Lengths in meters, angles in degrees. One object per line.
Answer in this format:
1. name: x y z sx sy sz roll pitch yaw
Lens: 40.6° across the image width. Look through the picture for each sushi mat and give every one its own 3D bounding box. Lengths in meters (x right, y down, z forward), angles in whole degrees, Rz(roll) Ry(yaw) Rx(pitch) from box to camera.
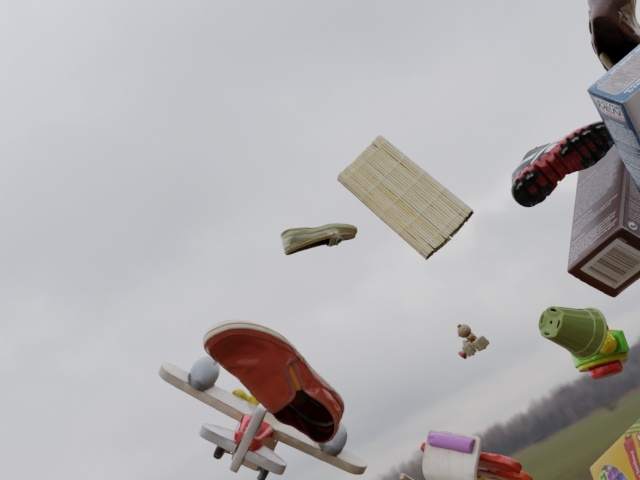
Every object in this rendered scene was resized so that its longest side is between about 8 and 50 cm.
1. sushi mat: 0.189 -0.103 1.976 0.151 0.316 0.019 -46 -29 -1

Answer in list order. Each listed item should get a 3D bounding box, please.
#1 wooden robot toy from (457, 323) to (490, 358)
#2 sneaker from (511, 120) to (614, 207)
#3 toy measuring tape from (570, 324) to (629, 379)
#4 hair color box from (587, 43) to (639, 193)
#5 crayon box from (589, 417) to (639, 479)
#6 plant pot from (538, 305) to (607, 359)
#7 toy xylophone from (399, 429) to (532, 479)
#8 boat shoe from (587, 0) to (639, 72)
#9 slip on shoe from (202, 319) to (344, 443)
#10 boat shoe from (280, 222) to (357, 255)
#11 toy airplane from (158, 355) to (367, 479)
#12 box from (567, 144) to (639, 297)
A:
1. wooden robot toy: 0.372 0.252 2.215 0.076 0.079 0.173 -39 -3 -3
2. sneaker: 0.556 -0.193 2.026 0.276 0.097 0.135 -38 18 13
3. toy measuring tape: 0.601 0.249 1.882 0.121 0.121 0.330 -30 -20 7
4. hair color box: 0.642 -0.191 1.576 0.174 0.105 0.347 -40 -57 -2
5. crayon box: 0.626 0.464 1.633 0.081 0.202 0.318 10 -49 -18
6. plant pot: 0.381 0.133 1.330 0.079 0.083 0.083 19 -41 -26
7. toy xylophone: 0.281 0.433 1.508 0.236 0.081 0.322 2 -33 44
8. boat shoe: 0.623 -0.401 1.816 0.123 0.123 0.342 4 -24 28
9. slip on shoe: -0.078 0.258 1.578 0.123 0.101 0.331 -38 -64 20
10. boat shoe: 0.000 -0.001 1.676 0.153 0.048 0.056 -4 -20 -19
11. toy airplane: -0.126 0.382 1.910 0.386 0.384 0.272 39 -108 -38
12. box: 0.685 -0.077 1.975 0.191 0.143 0.381 -52 13 47
